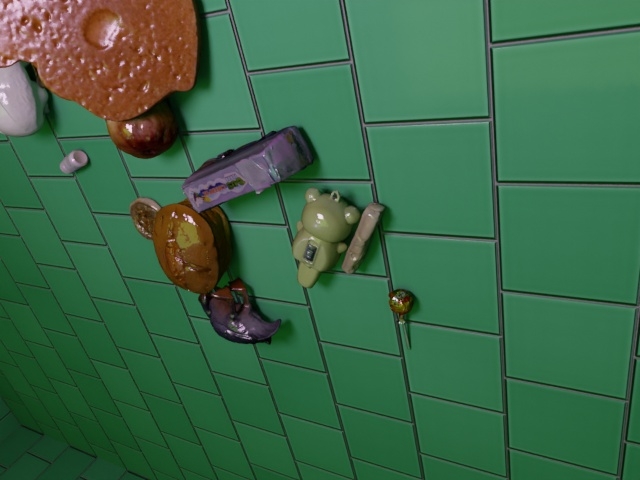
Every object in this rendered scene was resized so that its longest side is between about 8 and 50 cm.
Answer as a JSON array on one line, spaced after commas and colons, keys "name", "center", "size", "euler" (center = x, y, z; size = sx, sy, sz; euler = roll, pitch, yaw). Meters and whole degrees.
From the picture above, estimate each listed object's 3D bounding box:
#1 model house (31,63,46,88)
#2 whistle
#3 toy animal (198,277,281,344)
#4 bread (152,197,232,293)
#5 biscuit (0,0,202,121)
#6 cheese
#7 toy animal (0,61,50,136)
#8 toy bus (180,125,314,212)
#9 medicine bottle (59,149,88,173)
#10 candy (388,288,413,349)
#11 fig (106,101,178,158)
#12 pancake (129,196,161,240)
[{"name": "model house", "center": [-0.594, -0.491, 1.174], "size": [0.234, 0.175, 0.193], "euler": [54, 144, 34]}, {"name": "whistle", "center": [0.000, 0.000, 1.168], "size": [0.131, 0.106, 0.288], "euler": [28, 131, 11]}, {"name": "toy animal", "center": [-0.243, 0.210, 1.461], "size": [0.298, 0.122, 0.185], "euler": [28, 127, 21]}, {"name": "bread", "center": [-0.338, 0.014, 1.356], "size": [0.196, 0.142, 0.269], "euler": [15, 122, 17]}, {"name": "biscuit", "center": [-0.453, -0.439, 1.019], "size": [0.456, 0.078, 0.349], "euler": [25, 113, -24]}, {"name": "cheese", "center": [0.093, -0.003, 1.136], "size": [0.043, 0.065, 0.194], "euler": [26, 130, 6]}, {"name": "toy animal", "center": [-0.847, -0.425, 1.354], "size": [0.289, 0.174, 0.249], "euler": [47, 134, -3]}, {"name": "toy bus", "center": [-0.173, -0.153, 1.148], "size": [0.317, 0.138, 0.112], "euler": [-15, 113, 40]}, {"name": "medicine bottle", "center": [-0.723, -0.229, 1.497], "size": [0.089, 0.052, 0.052], "euler": [-18, 110, 39]}, {"name": "candy", "center": [0.201, 0.196, 1.228], "size": [0.061, 0.060, 0.200], "euler": [8, 132, 28]}, {"name": "fig", "center": [-0.449, -0.317, 1.227], "size": [0.159, 0.159, 0.257], "euler": [-43, 72, 43]}, {"name": "pancake", "center": [-0.499, -0.058, 1.496], "size": [0.152, 0.025, 0.151], "euler": [15, 128, 21]}]
